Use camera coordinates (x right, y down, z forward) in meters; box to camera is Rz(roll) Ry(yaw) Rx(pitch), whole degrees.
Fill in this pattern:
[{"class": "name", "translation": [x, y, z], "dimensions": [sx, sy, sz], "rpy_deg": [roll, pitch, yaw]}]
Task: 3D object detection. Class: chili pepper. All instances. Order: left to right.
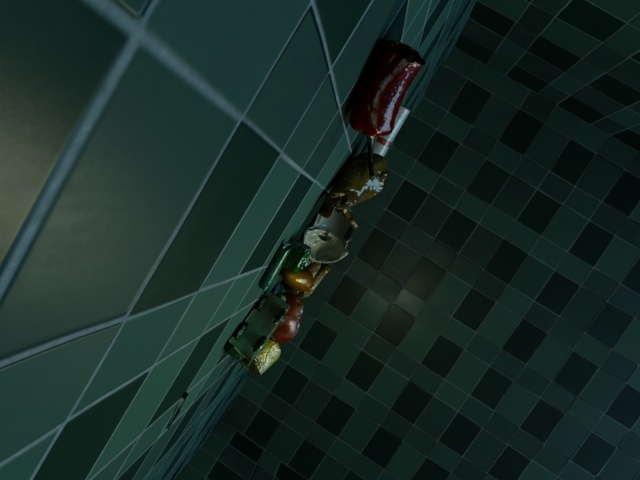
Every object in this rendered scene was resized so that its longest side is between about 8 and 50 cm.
[{"class": "chili pepper", "translation": [0.143, -0.345, 1.117], "dimensions": [0.135, 0.131, 0.338], "rpy_deg": [-92, -160, -50]}]

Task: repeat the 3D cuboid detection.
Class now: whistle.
[{"class": "whistle", "translation": [-0.153, 0.085, 1.429], "dimensions": [0.186, 0.039, 0.039], "rpy_deg": [-60, 175, 16]}]

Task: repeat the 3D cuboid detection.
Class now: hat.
[{"class": "hat", "translation": [0.021, -0.031, 1.829], "dimensions": [0.164, 0.219, 0.226], "rpy_deg": [-42, -157, 36]}]

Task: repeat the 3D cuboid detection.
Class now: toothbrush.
[{"class": "toothbrush", "translation": [-0.471, 0.564, 1.389], "dimensions": [0.194, 0.017, 0.014], "rpy_deg": [-60, 176, 26]}]

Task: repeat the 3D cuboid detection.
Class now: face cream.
[{"class": "face cream", "translation": [0.278, -0.461, 1.925], "dimensions": [0.346, 0.102, 0.102], "rpy_deg": [-61, 174, 24]}]

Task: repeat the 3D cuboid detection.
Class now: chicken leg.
[{"class": "chicken leg", "translation": [0.109, -0.191, 1.722], "dimensions": [0.409, 0.182, 0.295], "rpy_deg": [-49, -173, -39]}]

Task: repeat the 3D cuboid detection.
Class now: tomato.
[{"class": "tomato", "translation": [-0.180, 0.338, 1.901], "dimensions": [0.232, 0.188, 0.232], "rpy_deg": [-163, -90, -89]}]

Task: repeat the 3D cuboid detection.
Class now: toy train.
[{"class": "toy train", "translation": [-0.243, 0.347, 1.672], "dimensions": [0.326, 0.129, 0.159], "rpy_deg": [-53, 177, -41]}]

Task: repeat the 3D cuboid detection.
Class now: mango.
[{"class": "mango", "translation": [-0.101, 0.157, 1.844], "dimensions": [0.102, 0.141, 0.217], "rpy_deg": [-49, 156, 4]}]

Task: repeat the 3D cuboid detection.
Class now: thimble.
[{"class": "thimble", "translation": [-0.093, 0.057, 1.547], "dimensions": [0.118, 0.090, 0.130], "rpy_deg": [-52, 172, -40]}]

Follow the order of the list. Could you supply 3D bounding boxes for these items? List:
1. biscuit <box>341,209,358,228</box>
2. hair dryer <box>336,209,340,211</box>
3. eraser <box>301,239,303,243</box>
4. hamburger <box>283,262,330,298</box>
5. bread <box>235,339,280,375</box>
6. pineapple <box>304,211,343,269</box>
[{"class": "biscuit", "translation": [0.121, -0.136, 2.017], "dimensions": [0.035, 0.184, 0.249], "rpy_deg": [-35, -173, 2]}, {"class": "hair dryer", "translation": [0.109, -0.191, 2.417], "dimensions": [0.083, 0.031, 0.079], "rpy_deg": [-37, 150, -54]}, {"class": "eraser", "translation": [-0.093, 0.046, 1.837], "dimensions": [0.122, 0.029, 0.052], "rpy_deg": [-56, 175, -16]}, {"class": "hamburger", "translation": [-0.061, 0.166, 2.068], "dimensions": [0.286, 0.146, 0.243], "rpy_deg": [-44, -167, 12]}, {"class": "bread", "translation": [-0.299, 0.534, 2.018], "dimensions": [0.170, 0.197, 0.197], "rpy_deg": [-44, 167, -43]}, {"class": "pineapple", "translation": [0.000, 0.000, 1.951], "dimensions": [0.310, 0.141, 0.170], "rpy_deg": [-48, 173, -19]}]
